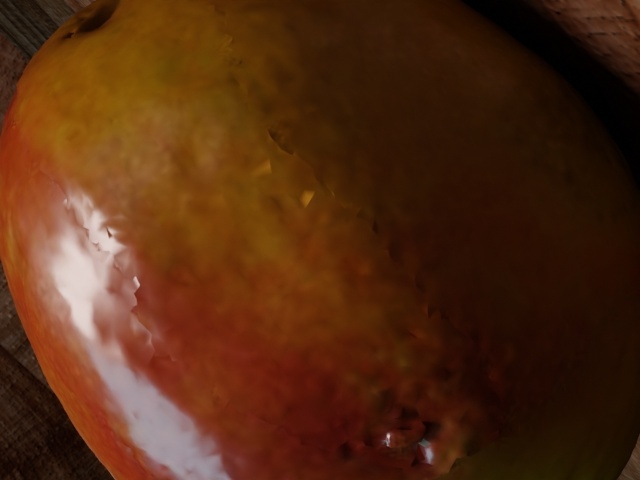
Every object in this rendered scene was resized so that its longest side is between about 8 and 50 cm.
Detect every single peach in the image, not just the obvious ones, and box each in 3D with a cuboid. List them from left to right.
[{"bbox_3d":[0.000,0.001,0.861,0.372,0.372,0.290,41,139,13],"label":"peach"}]
